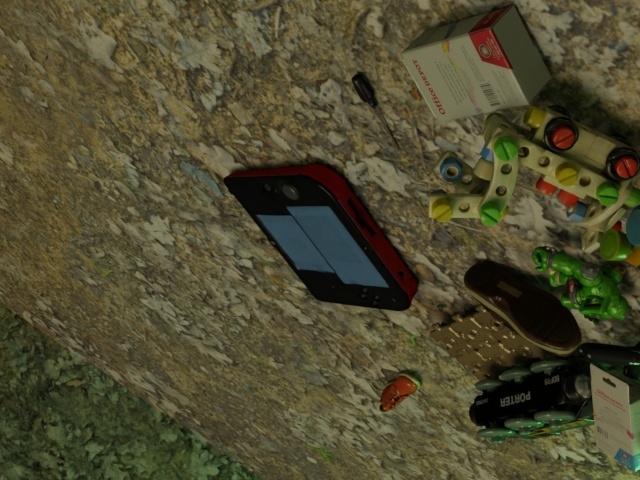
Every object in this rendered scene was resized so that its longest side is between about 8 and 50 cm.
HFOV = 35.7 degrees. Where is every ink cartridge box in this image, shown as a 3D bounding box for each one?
[{"bbox_3d":[0.543,0.305,1.779,0.104,0.061,0.181,33,138,59],"label":"ink cartridge box"},{"bbox_3d":[0.222,-0.253,1.439,0.175,0.072,0.127,-4,126,50],"label":"ink cartridge box"}]

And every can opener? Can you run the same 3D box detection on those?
[{"bbox_3d":[0.530,0.203,1.726,0.186,0.073,0.059,12,180,-29],"label":"can opener"}]

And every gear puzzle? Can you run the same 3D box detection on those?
[{"bbox_3d":[0.364,0.182,1.971,0.175,0.044,0.339,42,148,-9],"label":"gear puzzle"}]

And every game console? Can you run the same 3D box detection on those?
[{"bbox_3d":[0.000,0.000,2.072,0.342,0.060,0.386,-2,133,48],"label":"game console"}]

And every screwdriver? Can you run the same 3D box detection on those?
[{"bbox_3d":[0.099,-0.219,1.695,0.024,0.025,0.170,6,148,42],"label":"screwdriver"}]

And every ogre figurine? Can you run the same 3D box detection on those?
[{"bbox_3d":[0.450,0.083,1.674,0.118,0.097,0.197,11,132,57],"label":"ogre figurine"}]

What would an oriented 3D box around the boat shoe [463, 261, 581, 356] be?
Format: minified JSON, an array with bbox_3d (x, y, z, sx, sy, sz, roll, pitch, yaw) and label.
[{"bbox_3d":[0.374,0.132,1.807,0.257,0.095,0.095,42,168,40],"label":"boat shoe"}]

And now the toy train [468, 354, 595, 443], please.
[{"bbox_3d":[0.443,0.320,1.965,0.190,0.142,0.334,10,156,-27],"label":"toy train"}]

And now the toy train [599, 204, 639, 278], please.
[{"bbox_3d":[0.472,0.018,1.461,0.143,0.105,0.248,8,159,-16],"label":"toy train"}]

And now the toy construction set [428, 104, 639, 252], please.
[{"bbox_3d":[0.333,-0.080,1.445,0.328,0.151,0.215,17,116,-23],"label":"toy construction set"}]

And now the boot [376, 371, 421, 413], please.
[{"bbox_3d":[0.186,0.370,2.388,0.059,0.084,0.158,38,150,0],"label":"boot"}]
